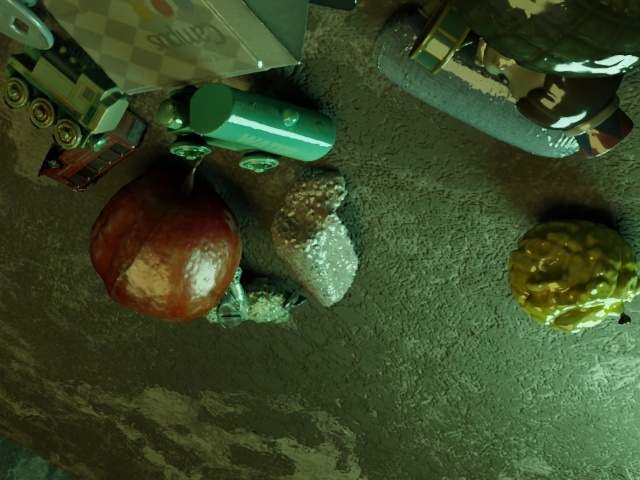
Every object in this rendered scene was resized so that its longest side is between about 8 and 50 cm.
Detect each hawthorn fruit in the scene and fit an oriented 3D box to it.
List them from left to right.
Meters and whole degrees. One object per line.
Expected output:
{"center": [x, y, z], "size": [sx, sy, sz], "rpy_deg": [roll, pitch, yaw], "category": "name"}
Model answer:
{"center": [-0.226, -0.018, 2.206], "size": [0.242, 0.242, 0.271], "rpy_deg": [27, 121, 1], "category": "hawthorn fruit"}

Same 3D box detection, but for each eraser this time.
{"center": [-0.189, -0.295, 1.792], "size": [0.397, 0.082, 0.213], "rpy_deg": [0, 140, 52], "category": "eraser"}

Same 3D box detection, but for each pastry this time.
{"center": [-0.008, 0.008, 2.144], "size": [0.103, 0.112, 0.265], "rpy_deg": [26, 151, 25], "category": "pastry"}

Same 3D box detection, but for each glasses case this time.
{"center": [0.194, -0.185, 1.727], "size": [0.282, 0.067, 0.109], "rpy_deg": [28, 147, 3], "category": "glasses case"}

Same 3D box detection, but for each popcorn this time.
{"center": [0.339, 0.047, 1.903], "size": [0.180, 0.180, 0.170], "rpy_deg": [-21, 96, 53], "category": "popcorn"}

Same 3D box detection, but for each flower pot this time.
{"center": [0.237, -0.303, 1.302], "size": [0.302, 0.302, 0.213], "rpy_deg": [36, 150, -15], "category": "flower pot"}

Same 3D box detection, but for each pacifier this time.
{"center": [-0.503, -0.311, 1.931], "size": [0.287, 0.226, 0.238], "rpy_deg": [32, 172, -15], "category": "pacifier"}

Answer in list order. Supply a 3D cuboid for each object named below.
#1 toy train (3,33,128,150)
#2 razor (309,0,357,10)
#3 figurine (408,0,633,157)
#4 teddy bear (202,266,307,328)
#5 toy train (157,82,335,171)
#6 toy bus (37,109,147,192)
{"center": [-0.374, -0.218, 2.087], "size": [0.194, 0.081, 0.125], "rpy_deg": [40, 114, 12], "category": "toy train"}
{"center": [-0.018, -0.323, 1.698], "size": [0.148, 0.054, 0.090], "rpy_deg": [23, 153, 9], "category": "razor"}
{"center": [0.233, -0.202, 1.577], "size": [0.275, 0.158, 0.161], "rpy_deg": [30, 159, -3], "category": "figurine"}
{"center": [-0.142, 0.096, 2.385], "size": [0.213, 0.111, 0.133], "rpy_deg": [22, 153, 13], "category": "teddy bear"}
{"center": [-0.093, -0.154, 1.908], "size": [0.159, 0.101, 0.248], "rpy_deg": [-8, 169, 38], "category": "toy train"}
{"center": [-0.358, -0.144, 2.234], "size": [0.096, 0.073, 0.235], "rpy_deg": [31, 150, -20], "category": "toy bus"}
